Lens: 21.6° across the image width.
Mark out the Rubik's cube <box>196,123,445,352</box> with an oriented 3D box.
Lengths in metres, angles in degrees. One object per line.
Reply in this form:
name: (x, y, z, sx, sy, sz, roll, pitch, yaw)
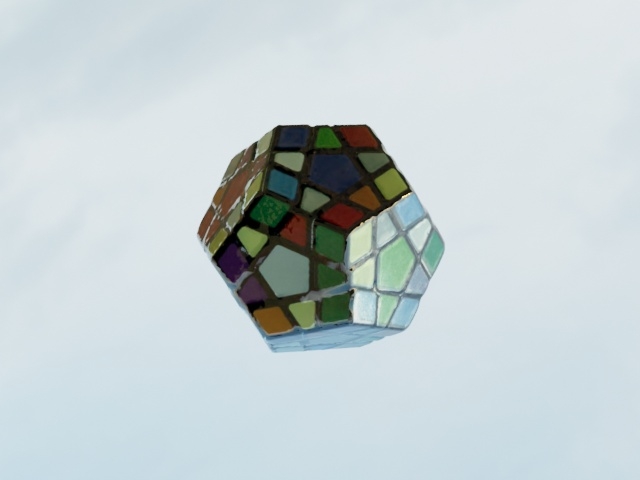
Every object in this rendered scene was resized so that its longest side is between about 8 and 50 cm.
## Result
Rubik's cube: (0.000, 0.000, 0.892, 0.133, 0.112, 0.133, 6, -132, -7)
